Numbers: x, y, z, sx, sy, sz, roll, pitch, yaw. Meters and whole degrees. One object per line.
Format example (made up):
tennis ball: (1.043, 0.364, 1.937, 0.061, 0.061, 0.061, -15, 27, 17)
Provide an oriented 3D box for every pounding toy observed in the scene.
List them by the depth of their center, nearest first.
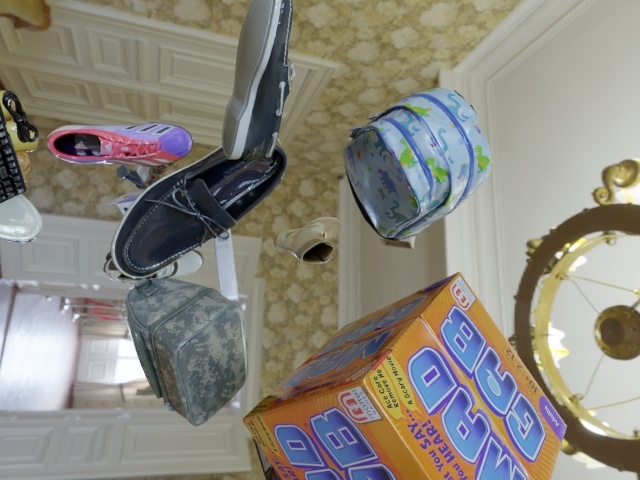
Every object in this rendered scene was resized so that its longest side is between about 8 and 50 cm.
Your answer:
pounding toy: (0.277, -0.032, 1.692, 0.141, 0.130, 0.100, 42, 58, -69)

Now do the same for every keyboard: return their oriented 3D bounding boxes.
keyboard: (-0.344, -0.109, 0.480, 0.108, 0.023, 0.180, -50, 167, -41)

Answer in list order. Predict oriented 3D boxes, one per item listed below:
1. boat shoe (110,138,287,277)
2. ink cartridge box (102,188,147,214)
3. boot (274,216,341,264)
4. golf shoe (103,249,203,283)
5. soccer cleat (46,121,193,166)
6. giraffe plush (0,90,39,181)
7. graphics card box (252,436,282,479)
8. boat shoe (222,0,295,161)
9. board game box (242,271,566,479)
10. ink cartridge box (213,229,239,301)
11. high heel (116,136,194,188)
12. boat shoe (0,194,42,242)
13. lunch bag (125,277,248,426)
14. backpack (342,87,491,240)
boat shoe: (-0.282, -0.088, 1.110, 0.186, 0.500, 0.156, 56, -9, -31)
ink cartridge box: (-0.534, -0.133, 1.467, 0.206, 0.209, 0.045, -68, 152, -69)
boot: (0.000, 0.000, 1.587, 0.204, 0.262, 0.095, 26, -54, 54)
golf shoe: (-0.453, 0.082, 1.298, 0.120, 0.273, 0.105, 35, -57, 52)
soccer cleat: (-0.463, -0.222, 1.094, 0.116, 0.319, 0.108, -137, -133, -65)
giraffe plush: (-0.592, -0.170, 0.752, 0.181, 0.211, 0.170, 69, -17, -7)
graphics card box: (-0.014, 0.599, 1.185, 0.370, 0.233, 0.094, 63, -36, 35)
boat shoe: (-0.096, -0.277, 0.808, 0.114, 0.091, 0.302, 60, -42, 38)
board game box: (0.157, 0.339, 0.867, 0.357, 0.356, 0.356, -36, -92, 44)
ink cartridge box: (-0.345, 0.096, 1.697, 0.261, 0.066, 0.295, 123, -41, -71)
high heel: (-0.501, -0.253, 1.500, 0.093, 0.262, 0.186, 63, 2, 7)
boat shoe: (-0.697, -0.076, 0.918, 0.091, 0.305, 0.109, -49, -164, 55)
lunch bag: (-0.331, 0.252, 1.120, 0.256, 0.213, 0.304, 24, -47, 31)
backpack: (0.185, -0.153, 0.963, 0.356, 0.274, 0.289, -24, -92, 58)
